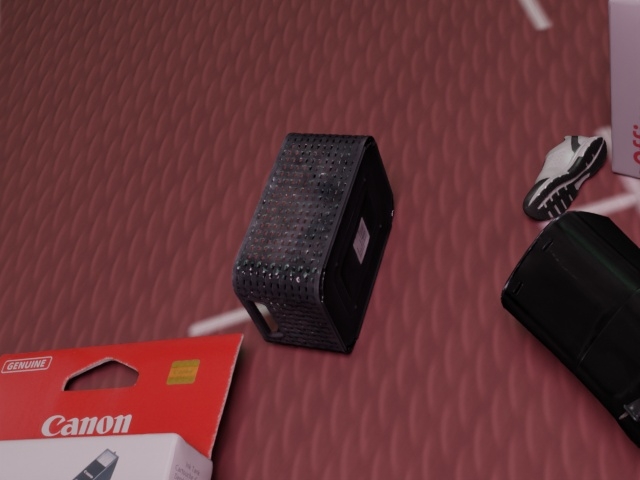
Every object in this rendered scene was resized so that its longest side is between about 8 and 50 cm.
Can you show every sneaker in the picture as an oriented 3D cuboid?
[{"bbox_3d":[0.227,-0.061,0.849,0.109,0.040,0.044,-43,37,-19],"label":"sneaker"}]

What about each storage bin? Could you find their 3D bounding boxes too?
[{"bbox_3d":[0.000,0.000,0.819,0.084,0.122,0.180,6,57,23],"label":"storage bin"}]

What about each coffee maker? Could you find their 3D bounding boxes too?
[{"bbox_3d":[0.230,0.061,0.667,0.120,0.171,0.178,-44,50,4],"label":"coffee maker"}]

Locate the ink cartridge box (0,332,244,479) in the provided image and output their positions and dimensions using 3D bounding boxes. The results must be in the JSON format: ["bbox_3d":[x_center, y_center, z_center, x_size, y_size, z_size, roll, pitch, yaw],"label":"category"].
[{"bbox_3d":[-0.230,0.190,0.764,0.296,0.066,0.261,-8,52,24],"label":"ink cartridge box"}]

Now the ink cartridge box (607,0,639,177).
[{"bbox_3d":[0.404,-0.135,0.720,0.307,0.223,0.129,17,62,28],"label":"ink cartridge box"}]
